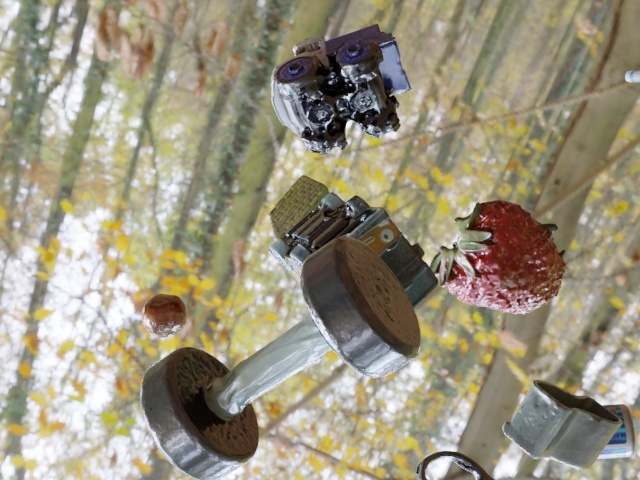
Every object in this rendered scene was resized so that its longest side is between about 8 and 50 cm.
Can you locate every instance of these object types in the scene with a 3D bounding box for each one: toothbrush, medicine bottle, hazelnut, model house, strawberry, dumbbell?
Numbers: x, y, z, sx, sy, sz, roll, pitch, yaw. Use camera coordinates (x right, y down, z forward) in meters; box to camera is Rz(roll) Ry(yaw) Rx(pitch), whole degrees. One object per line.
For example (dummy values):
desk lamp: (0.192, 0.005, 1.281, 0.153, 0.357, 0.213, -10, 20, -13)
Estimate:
toothbrush: (0.497, -0.240, 1.408, 0.025, 0.019, 0.275, 4, -170, -5)
medicine bottle: (0.529, 0.390, 1.947, 0.191, 0.107, 0.107, -5, -159, 6)
hazelnut: (-0.283, 0.137, 1.749, 0.086, 0.086, 0.086, 17, -158, -7)
model house: (0.000, 0.000, 1.725, 0.189, 0.195, 0.214, 40, 179, 8)
strawberry: (0.393, 0.055, 1.921, 0.306, 0.233, 0.138, 20, -158, -20)
dumbbell: (-0.030, 0.086, 0.685, 0.100, 0.191, 0.100, 47, -160, -23)

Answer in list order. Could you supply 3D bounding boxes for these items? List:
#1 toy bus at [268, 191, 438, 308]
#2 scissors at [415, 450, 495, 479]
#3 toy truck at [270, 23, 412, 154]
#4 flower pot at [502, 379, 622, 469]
toy bus: (0.041, 0.035, 1.378, 0.167, 0.138, 0.275, 50, 171, -12)
scissors: (0.240, 0.314, 1.144, 0.300, 0.022, 0.109, 14, -125, -28)
toy truck: (0.027, -0.259, 1.517, 0.213, 0.161, 0.177, -17, -132, 8)
flower pot: (0.424, 0.324, 1.682, 0.229, 0.108, 0.103, 23, -167, -40)
